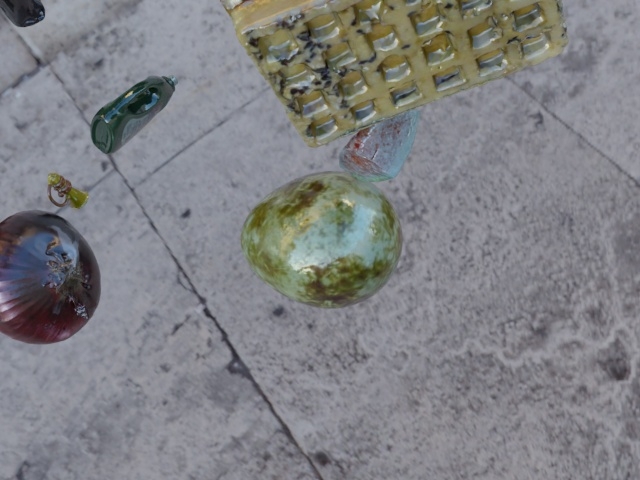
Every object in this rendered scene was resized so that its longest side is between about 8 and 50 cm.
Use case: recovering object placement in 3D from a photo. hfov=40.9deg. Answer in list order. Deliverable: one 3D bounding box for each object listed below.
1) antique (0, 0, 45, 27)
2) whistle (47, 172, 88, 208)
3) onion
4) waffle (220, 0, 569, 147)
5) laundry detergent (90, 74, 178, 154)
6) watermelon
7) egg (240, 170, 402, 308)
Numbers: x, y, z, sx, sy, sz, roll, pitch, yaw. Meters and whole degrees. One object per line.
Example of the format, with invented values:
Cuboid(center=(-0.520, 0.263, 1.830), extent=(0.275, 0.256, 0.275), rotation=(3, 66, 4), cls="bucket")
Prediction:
Cuboid(center=(-0.495, -0.502, 1.406), extent=(0.322, 0.255, 0.185), rotation=(-29, 66, -11), cls="antique")
Cuboid(center=(-0.535, -0.100, 1.779), extent=(0.046, 0.109, 0.057), rotation=(33, 85, 30), cls="whistle")
Cuboid(center=(-0.589, 0.075, 1.752), extent=(0.285, 0.273, 0.273), rotation=(1, 57, 42), cls="onion")
Cuboid(center=(0.100, -0.272, 1.055), extent=(0.376, 0.261, 0.114), rotation=(-20, 57, 12), cls="waffle")
Cuboid(center=(-0.351, -0.264, 1.668), extent=(0.063, 0.137, 0.211), rotation=(39, 59, 7), cls="laundry detergent")
Cuboid(center=(0.079, -0.132, 1.270), extent=(0.094, 0.180, 0.081), rotation=(10, 63, -14), cls="watermelon")
Cuboid(center=(0.000, 0.000, 1.492), extent=(0.289, 0.238, 0.238), rotation=(-3, 57, 27), cls="egg")
